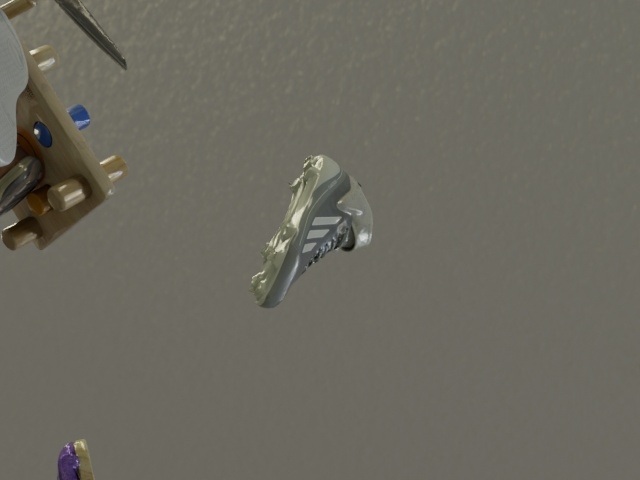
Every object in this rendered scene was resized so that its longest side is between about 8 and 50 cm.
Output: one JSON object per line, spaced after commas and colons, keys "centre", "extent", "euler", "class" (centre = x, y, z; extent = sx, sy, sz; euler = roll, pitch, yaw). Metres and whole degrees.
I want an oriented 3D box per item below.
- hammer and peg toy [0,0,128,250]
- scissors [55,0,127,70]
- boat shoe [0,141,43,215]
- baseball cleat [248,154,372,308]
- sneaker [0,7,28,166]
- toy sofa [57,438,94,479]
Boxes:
{"centre": [-0.445, -0.176, 1.612], "extent": [0.266, 0.127, 0.361], "euler": [-27, -84, 50], "class": "hammer and peg toy"}
{"centre": [-0.305, -0.281, 1.256], "extent": [0.109, 0.297, 0.021], "euler": [-14, -32, -19], "class": "scissors"}
{"centre": [-0.537, -0.030, 1.565], "extent": [0.116, 0.324, 0.123], "euler": [48, -8, -7], "class": "boat shoe"}
{"centre": [0.000, 0.000, 1.198], "extent": [0.109, 0.206, 0.072], "euler": [32, -34, -16], "class": "baseball cleat"}
{"centre": [-0.454, -0.183, 1.404], "extent": [0.146, 0.296, 0.105], "euler": [-18, -45, 10], "class": "sneaker"}
{"centre": [-0.305, 0.363, 1.221], "extent": [0.150, 0.177, 0.363], "euler": [-13, -24, -17], "class": "toy sofa"}
